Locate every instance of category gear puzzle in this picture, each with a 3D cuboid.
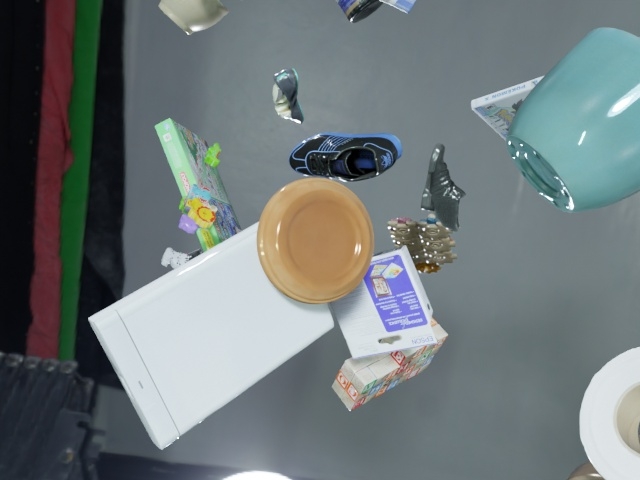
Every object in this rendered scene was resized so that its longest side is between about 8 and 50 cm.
[{"bbox_3d":[0.303,0.015,1.793,0.339,0.176,0.044,61,-146,-58],"label":"gear puzzle"}]

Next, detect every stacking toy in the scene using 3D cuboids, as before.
[{"bbox_3d":[-0.242,-0.064,1.226,0.167,0.052,0.221,-51,24,40],"label":"stacking toy"}]

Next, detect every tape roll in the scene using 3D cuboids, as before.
[{"bbox_3d":[0.627,0.338,1.130,0.286,0.100,0.286,-33,39,32],"label":"tape roll"}]

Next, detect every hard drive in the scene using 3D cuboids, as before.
[{"bbox_3d":[-0.151,0.131,0.989,0.047,0.353,0.232,12,127,52],"label":"hard drive"}]

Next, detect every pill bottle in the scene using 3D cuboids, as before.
[{"bbox_3d":[0.075,-0.732,1.738,0.219,0.123,0.123,57,180,-2],"label":"pill bottle"}]

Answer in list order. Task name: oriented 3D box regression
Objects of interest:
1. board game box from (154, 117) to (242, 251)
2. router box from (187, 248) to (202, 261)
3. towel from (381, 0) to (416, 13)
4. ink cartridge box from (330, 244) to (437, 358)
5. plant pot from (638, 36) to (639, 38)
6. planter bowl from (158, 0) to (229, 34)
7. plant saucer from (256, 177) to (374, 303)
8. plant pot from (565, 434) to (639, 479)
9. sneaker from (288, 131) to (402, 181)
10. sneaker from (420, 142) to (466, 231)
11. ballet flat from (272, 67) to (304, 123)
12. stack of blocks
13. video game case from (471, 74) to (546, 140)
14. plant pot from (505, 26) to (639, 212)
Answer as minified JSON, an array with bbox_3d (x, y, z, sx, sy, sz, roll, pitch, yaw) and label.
[{"bbox_3d":[-0.275,-0.116,1.487,0.317,0.046,0.213,67,-171,10],"label":"board game box"},{"bbox_3d":[-0.287,0.092,1.490,0.179,0.046,0.133,-145,30,-84],"label":"router box"},{"bbox_3d":[0.161,-0.664,1.435,0.034,0.285,0.209,49,119,40],"label":"towel"},{"bbox_3d":[0.121,0.132,1.295,0.045,0.206,0.208,-35,-75,-57],"label":"ink cartridge box"},{"bbox_3d":[0.576,-0.269,1.153,0.109,0.238,0.237,-107,21,-57],"label":"plant pot"},{"bbox_3d":[-0.313,-0.560,1.477,0.109,0.162,0.162,-46,7,7],"label":"planter bowl"},{"bbox_3d":[0.000,0.000,0.970,0.037,0.200,0.199,178,100,-66],"label":"plant saucer"},{"bbox_3d":[0.674,0.537,1.308,0.229,0.263,0.263,-30,-37,-36],"label":"plant pot"},{"bbox_3d":[0.028,-0.148,1.131,0.090,0.232,0.081,-44,-57,-49],"label":"sneaker"},{"bbox_3d":[0.258,-0.108,1.269,0.051,0.089,0.170,-45,-33,-64],"label":"sneaker"},{"bbox_3d":[-0.087,-0.362,1.601,0.203,0.074,0.074,81,-166,-65],"label":"ballet flat"},{"bbox_3d":[0.189,0.326,1.691,0.087,0.297,0.171,49,139,29],"label":"stack of blocks"},{"bbox_3d":[0.698,-0.418,2.026,0.329,0.300,0.036,24,-119,-47],"label":"video game case"},{"bbox_3d":[0.487,-0.190,1.132,0.235,0.293,0.293,-39,4,2],"label":"plant pot"}]
